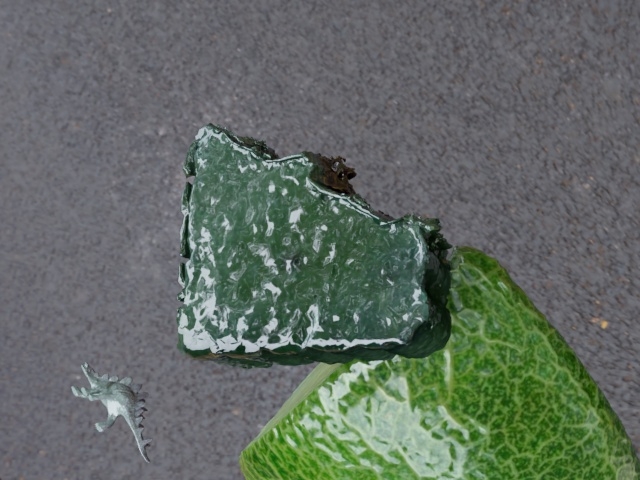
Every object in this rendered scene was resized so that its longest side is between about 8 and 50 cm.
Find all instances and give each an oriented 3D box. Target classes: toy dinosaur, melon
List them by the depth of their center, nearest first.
[{"bbox_3d":[0.144,0.204,0.780,0.343,0.226,0.331,41,106,-2],"label":"melon"},{"bbox_3d":[-0.279,0.231,1.175,0.209,0.082,0.039,42,135,41],"label":"toy dinosaur"}]

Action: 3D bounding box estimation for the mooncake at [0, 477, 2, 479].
[{"bbox_3d":[-0.235,0.239,0.320,0.334,0.326,0.174,-45,53,-6],"label":"mooncake"}]

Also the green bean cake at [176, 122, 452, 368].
[{"bbox_3d":[0.000,0.000,0.643,0.208,0.107,0.193,-6,69,26],"label":"green bean cake"}]
